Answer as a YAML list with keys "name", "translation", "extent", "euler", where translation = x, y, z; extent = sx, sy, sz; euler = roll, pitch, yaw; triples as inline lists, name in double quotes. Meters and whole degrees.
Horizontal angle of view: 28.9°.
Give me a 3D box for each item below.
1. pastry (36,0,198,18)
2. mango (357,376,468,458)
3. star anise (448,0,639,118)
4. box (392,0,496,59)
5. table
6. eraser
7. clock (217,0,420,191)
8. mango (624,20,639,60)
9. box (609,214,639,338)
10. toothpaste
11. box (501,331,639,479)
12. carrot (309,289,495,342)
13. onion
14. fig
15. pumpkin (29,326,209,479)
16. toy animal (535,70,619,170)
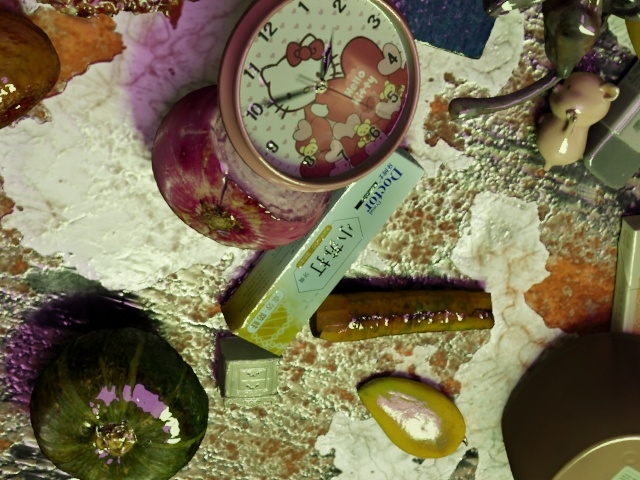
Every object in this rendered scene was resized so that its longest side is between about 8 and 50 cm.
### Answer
- name: "pastry"
  translation: [-0.210, -0.302, 1.343]
  extent: [0.208, 0.097, 0.115]
  euler: [-9, 125, -11]
- name: "mango"
  translation: [0.134, 0.250, 1.758]
  extent: [0.187, 0.066, 0.101]
  euler: [36, 102, -20]
- name: "star anise"
  translation: [0.270, -0.319, 1.348]
  extent: [0.359, 0.139, 0.316]
  euler: [-22, 123, 0]
- name: "box"
  translation: [0.089, -0.370, 1.385]
  extent: [0.279, 0.116, 0.261]
  euler: [13, 114, -23]
- name: "table"
  translation: [-0.096, 0.177, 1.648]
  extent: [0.079, 0.062, 0.083]
  euler: [-1, 117, -15]
- name: "eraser"
  translation: [0.465, -0.223, 1.604]
  extent: [0.089, 0.061, 0.352]
  euler: [31, 105, -33]
- name: "clock"
  translation: [0.002, -0.170, 1.358]
  extent: [0.244, 0.056, 0.244]
  euler: [-8, 110, -23]
- name: "mango"
  translation: [0.526, -0.354, 1.428]
  extent: [0.300, 0.232, 0.446]
  euler: [36, 98, 16]
- name: "box"
  translation: [0.522, 0.123, 1.809]
  extent: [0.204, 0.051, 0.365]
  euler: [-7, 118, -11]
- name: "toothpaste"
  translation: [0.000, 0.000, 1.583]
  extent: [0.089, 0.071, 0.313]
  euler: [30, 104, -32]
- name: "box"
  translation: [0.408, 0.309, 1.739]
  extent: [0.301, 0.216, 0.301]
  euler: [2, 120, 4]
- name: "carrot"
  translation: [0.113, 0.100, 1.669]
  extent: [0.260, 0.070, 0.070]
  euler: [-1, 117, -18]
- name: "onion"
  translation: [-0.101, -0.078, 1.450]
  extent: [0.207, 0.200, 0.201]
  euler: [11, 114, -42]
- name: "fig"
  translation: [-0.387, -0.214, 1.339]
  extent: [0.146, 0.134, 0.201]
  euler: [-44, 101, -24]
- name: "pumpkin"
  translation: [-0.252, 0.213, 1.568]
  extent: [0.223, 0.157, 0.224]
  euler: [1, 116, 2]
- name: "toy animal"
  translation: [0.323, -0.155, 1.592]
  extent: [0.089, 0.083, 0.150]
  euler: [7, 127, -34]
